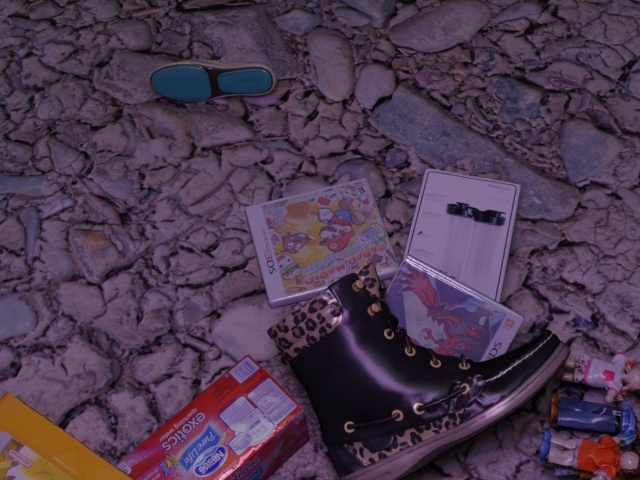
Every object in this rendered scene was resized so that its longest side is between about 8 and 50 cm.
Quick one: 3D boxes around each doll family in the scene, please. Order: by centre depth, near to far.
[{"bbox_3d":[0.412,0.279,1.314,0.163,0.118,0.263,9,39,17],"label":"doll family"}]

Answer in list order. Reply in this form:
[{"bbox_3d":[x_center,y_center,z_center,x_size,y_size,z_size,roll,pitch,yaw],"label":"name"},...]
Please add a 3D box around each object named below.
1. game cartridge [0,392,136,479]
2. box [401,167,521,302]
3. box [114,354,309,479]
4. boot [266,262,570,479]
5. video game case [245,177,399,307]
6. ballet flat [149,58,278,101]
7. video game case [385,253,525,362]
[{"bbox_3d":[-0.387,0.381,1.094,0.285,0.053,0.324,27,61,21],"label":"game cartridge"},{"bbox_3d":[0.224,0.028,1.493,0.169,0.087,0.290,10,58,10],"label":"box"},{"bbox_3d":[-0.152,0.308,1.308,0.257,0.122,0.128,-40,62,-20],"label":"box"},{"bbox_3d":[0.133,0.160,1.301,0.377,0.138,0.284,-33,81,5],"label":"boot"},{"bbox_3d":[0.000,0.000,1.564,0.227,0.026,0.206,-14,56,-6],"label":"video game case"},{"bbox_3d":[-0.205,-0.318,1.770,0.248,0.086,0.086,2,56,4],"label":"ballet flat"},{"bbox_3d":[0.176,0.147,1.373,0.201,0.023,0.183,28,99,9],"label":"video game case"}]
